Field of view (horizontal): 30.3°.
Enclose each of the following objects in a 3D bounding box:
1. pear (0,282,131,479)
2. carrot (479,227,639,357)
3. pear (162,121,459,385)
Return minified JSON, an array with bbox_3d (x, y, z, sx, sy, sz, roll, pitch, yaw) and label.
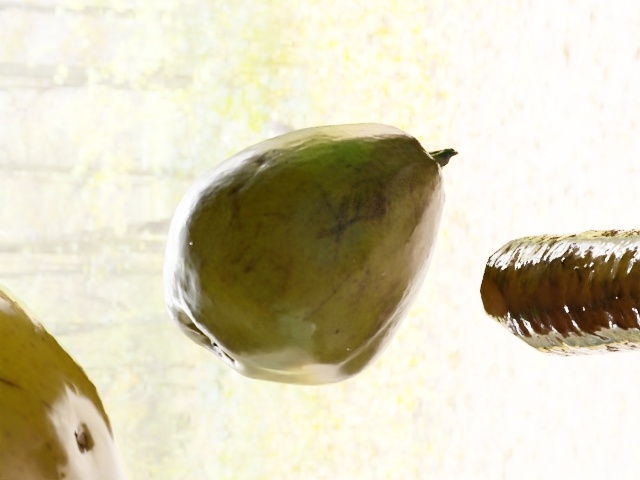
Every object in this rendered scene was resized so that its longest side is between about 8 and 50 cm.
[{"bbox_3d":[-0.301,0.175,0.752,0.362,0.418,0.362,-42,23,22],"label":"pear"},{"bbox_3d":[0.244,0.043,0.983,0.302,0.114,0.114,172,100,-65],"label":"carrot"},{"bbox_3d":[0.000,0.000,1.323,0.287,0.375,0.287,54,174,9],"label":"pear"}]
